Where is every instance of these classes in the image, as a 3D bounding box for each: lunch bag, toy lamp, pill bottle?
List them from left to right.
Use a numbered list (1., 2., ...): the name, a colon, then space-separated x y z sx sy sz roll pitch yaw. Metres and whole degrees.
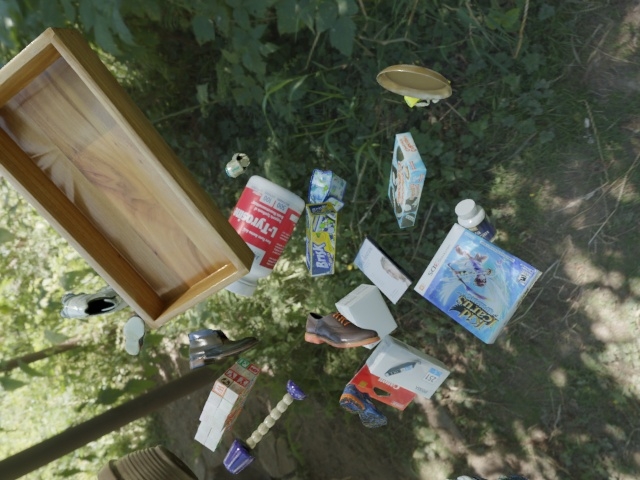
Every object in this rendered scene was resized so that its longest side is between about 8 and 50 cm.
1. pill bottle: -0.242 -0.012 1.513 0.229 0.229 0.408 25 89 41
2. toy lamp: -0.154 0.516 1.135 0.080 0.274 0.080 40 162 16
3. lunch bag: 0.021 -0.152 1.400 0.096 0.128 0.151 14 88 28
4. pill bottle: 0.540 -0.064 1.428 0.094 0.094 0.169 -5 140 48

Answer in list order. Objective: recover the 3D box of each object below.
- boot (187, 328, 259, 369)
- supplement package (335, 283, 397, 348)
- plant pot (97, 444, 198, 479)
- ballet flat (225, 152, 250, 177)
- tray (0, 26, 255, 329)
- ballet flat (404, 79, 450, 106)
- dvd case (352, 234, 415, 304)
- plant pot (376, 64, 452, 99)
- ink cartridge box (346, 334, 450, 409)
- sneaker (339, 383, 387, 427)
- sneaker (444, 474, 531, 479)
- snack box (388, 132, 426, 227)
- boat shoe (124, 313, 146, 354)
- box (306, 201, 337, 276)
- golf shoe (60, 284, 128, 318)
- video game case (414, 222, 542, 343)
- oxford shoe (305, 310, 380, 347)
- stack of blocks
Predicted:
1. boot: -0.293 0.294 1.200 0.219 0.082 0.106 -20 73 5
2. supplement package: 0.244 0.397 2.165 0.262 0.204 0.145 62 157 -12
3. plant pot: -0.336 0.517 0.859 0.237 0.110 0.237 33 153 19
4. ballet flat: -0.225 -0.219 1.168 0.052 0.168 0.057 -27 113 12
5. tray: -0.306 -0.070 0.626 0.202 0.076 0.411 -30 110 13
6. ballet flat: 0.463 -0.619 1.745 0.077 0.230 0.077 69 162 3
7. dvd case: 0.241 0.117 1.603 0.253 0.022 0.180 46 146 19
8. plant pot: 0.292 -0.491 1.266 0.236 0.236 0.033 19 96 43
9. ink cartridge box: 0.288 0.513 1.508 0.261 0.296 0.066 -55 22 12
10. sneaker: 0.163 0.587 1.454 0.083 0.087 0.221 -32 113 31
11. sneaker: 0.457 0.687 1.112 0.236 0.322 0.130 24 95 18
12. snack box: 0.315 -0.215 1.524 0.322 0.060 0.187 85 174 -56
13. boat shoe: -0.460 0.229 1.024 0.049 0.043 0.137 17 124 -6
14. box: 0.000 0.000 0.926 0.054 0.059 0.169 -115 21 -53
15. golf shoe: -0.459 0.136 0.888 0.085 0.176 0.069 4 100 27
16. video game case: 0.446 0.119 1.194 0.269 0.061 0.244 38 106 38
17. oxford shoe: 0.058 0.270 1.258 0.271 0.096 0.099 -4 86 36
18. stack of blocks: -0.333 0.579 1.420 0.087 0.171 0.297 29 108 10
